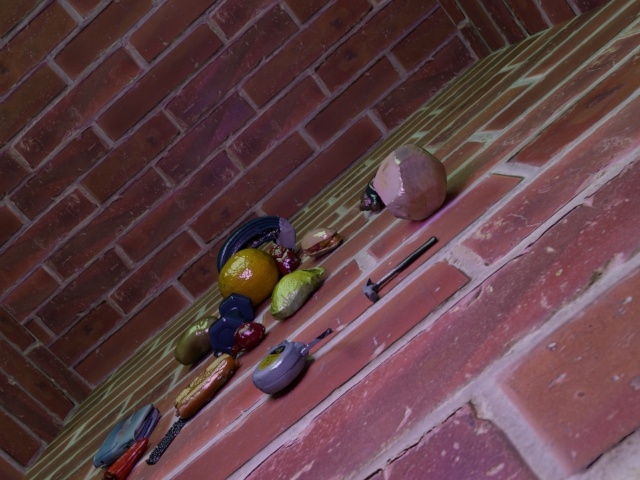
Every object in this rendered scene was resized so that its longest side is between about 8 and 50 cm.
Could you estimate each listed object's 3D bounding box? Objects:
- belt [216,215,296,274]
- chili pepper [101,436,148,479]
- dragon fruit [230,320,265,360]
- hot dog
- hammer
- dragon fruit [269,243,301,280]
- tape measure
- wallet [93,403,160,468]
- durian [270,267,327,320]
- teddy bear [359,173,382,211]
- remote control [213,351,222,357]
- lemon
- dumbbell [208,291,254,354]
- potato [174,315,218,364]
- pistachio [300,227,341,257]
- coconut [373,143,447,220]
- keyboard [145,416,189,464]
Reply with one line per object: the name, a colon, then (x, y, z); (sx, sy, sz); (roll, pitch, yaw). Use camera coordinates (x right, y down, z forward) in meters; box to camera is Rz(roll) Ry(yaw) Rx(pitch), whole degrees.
belt: (-0.318, 0.060, 2.371); (0.436, 0.300, 0.173); (-40, 13, -12)
chili pepper: (-0.624, 0.712, 1.537); (0.088, 0.065, 0.169); (-32, 11, 34)
dragon fruit: (-0.276, 0.359, 1.657); (0.190, 0.094, 0.094); (-45, 11, 6)
hot dog: (-0.375, 0.479, 1.553); (0.269, 0.072, 0.109); (-41, 20, -15)
hammer: (0.216, 0.070, 1.278); (0.246, 0.029, 0.103); (-40, 12, -1)
dragon fruit: (-0.189, 0.093, 2.210); (0.120, 0.161, 0.127); (-45, 1, -29)
tape measure: (-0.056, 0.299, 1.148); (0.330, 0.084, 0.164); (-28, 19, 52)
wallet: (-0.718, 0.726, 1.748); (0.250, 0.075, 0.176); (-35, 16, 23)
durian: (-0.088, 0.182, 1.688); (0.139, 0.101, 0.250); (22, 57, 37)
teddy bear: (0.253, -0.216, 1.966); (0.251, 0.129, 0.182); (-32, 13, 37)
remote control: (-0.418, 0.459, 1.922); (0.039, 0.014, 0.096); (-46, 11, -20)
lemon: (-0.328, 0.174, 2.111); (0.320, 0.245, 0.245); (-48, 12, -6)
dumbbell: (-0.346, 0.324, 1.866); (0.156, 0.144, 0.316); (-40, 12, 5)
potato: (-0.531, 0.439, 2.059); (0.248, 0.143, 0.169); (-47, -26, -6)
pistachio: (0.000, 0.000, 2.014); (0.200, 0.117, 0.145); (-30, 11, 41)
coconut: (0.285, -0.186, 1.484); (0.197, 0.237, 0.237); (0, -9, -27)
keyboard: (-0.478, 0.623, 1.498); (0.060, 0.018, 0.195); (-27, 18, 41)
